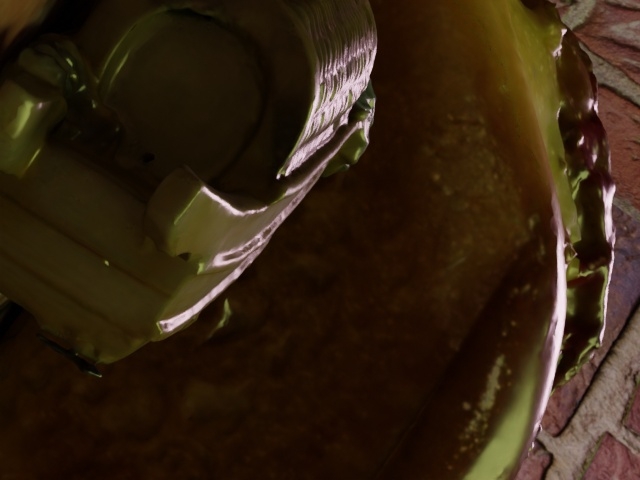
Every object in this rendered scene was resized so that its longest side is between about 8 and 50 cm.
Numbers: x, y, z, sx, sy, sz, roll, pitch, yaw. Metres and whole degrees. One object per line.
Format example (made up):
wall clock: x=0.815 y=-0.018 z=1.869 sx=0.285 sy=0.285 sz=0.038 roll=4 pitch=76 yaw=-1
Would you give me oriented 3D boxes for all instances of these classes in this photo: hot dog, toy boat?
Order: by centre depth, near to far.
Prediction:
toy boat: x=-0.035 y=-0.044 z=0.643 sx=0.115 sy=0.089 sz=0.310 roll=-58 pitch=176 yaw=17
hot dog: x=-0.006 y=0.046 z=0.893 sx=0.405 sy=0.223 sz=0.185 roll=-55 pitch=174 yaw=6
